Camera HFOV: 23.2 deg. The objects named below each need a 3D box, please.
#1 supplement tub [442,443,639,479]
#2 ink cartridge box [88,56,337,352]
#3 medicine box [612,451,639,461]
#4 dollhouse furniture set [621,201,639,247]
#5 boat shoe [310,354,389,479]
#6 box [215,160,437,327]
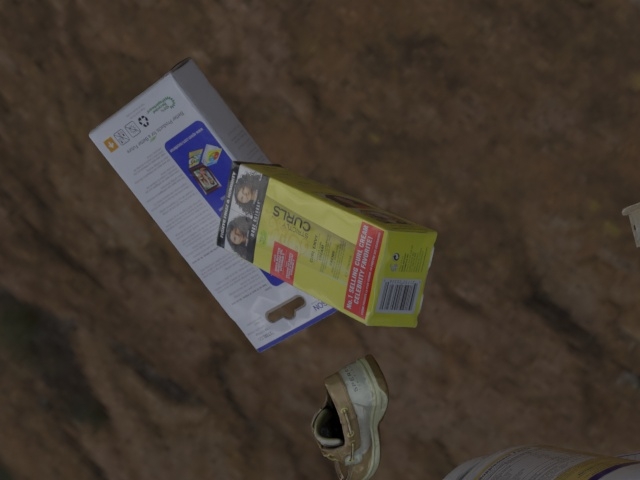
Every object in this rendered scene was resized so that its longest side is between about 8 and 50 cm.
[{"bbox_3d":[0.276,0.351,1.716,0.241,0.241,0.331,51,160,-15],"label":"supplement tub"},{"bbox_3d":[-0.123,-0.040,2.013,0.176,0.069,0.371,-31,99,38],"label":"ink cartridge box"},{"bbox_3d":[0.442,0.386,2.066,0.289,0.263,0.149,-14,97,17],"label":"medicine box"},{"bbox_3d":[0.438,-0.060,1.675,0.161,0.182,0.101,-24,72,43],"label":"dollhouse furniture set"},{"bbox_3d":[0.016,0.130,1.101,0.135,0.045,0.050,94,155,-48],"label":"boat shoe"},{"bbox_3d":[0.000,0.000,1.337,0.232,0.058,0.087,27,108,49],"label":"box"}]
